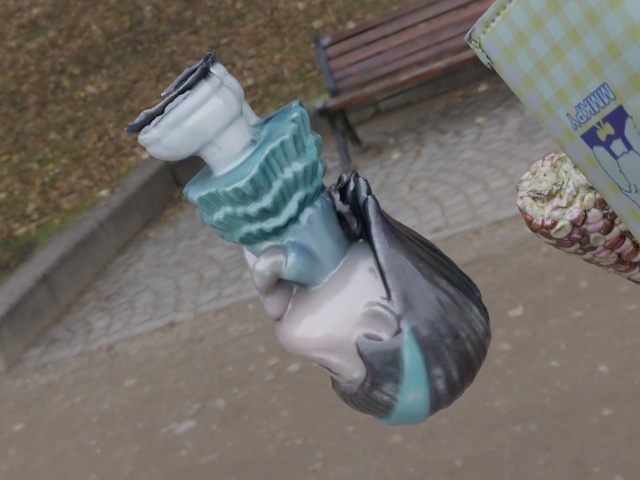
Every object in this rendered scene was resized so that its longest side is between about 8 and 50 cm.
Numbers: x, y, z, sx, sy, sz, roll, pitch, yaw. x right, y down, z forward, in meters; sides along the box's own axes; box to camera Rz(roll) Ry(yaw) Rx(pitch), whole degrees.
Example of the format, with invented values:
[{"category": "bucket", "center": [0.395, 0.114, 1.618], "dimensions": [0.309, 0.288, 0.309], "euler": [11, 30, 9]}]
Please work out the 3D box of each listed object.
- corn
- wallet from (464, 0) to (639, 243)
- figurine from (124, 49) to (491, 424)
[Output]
[{"category": "corn", "center": [0.295, -0.001, 0.967], "dimensions": [0.092, 0.281, 0.092], "euler": [-32, 45, 38]}, {"category": "wallet", "center": [0.238, -0.064, 0.661], "dimensions": [0.077, 0.309, 0.223], "euler": [-39, -2, -15]}, {"category": "figurine", "center": [0.000, 0.000, 0.591], "dimensions": [0.110, 0.245, 0.138], "euler": [-38, 14, 11]}]
